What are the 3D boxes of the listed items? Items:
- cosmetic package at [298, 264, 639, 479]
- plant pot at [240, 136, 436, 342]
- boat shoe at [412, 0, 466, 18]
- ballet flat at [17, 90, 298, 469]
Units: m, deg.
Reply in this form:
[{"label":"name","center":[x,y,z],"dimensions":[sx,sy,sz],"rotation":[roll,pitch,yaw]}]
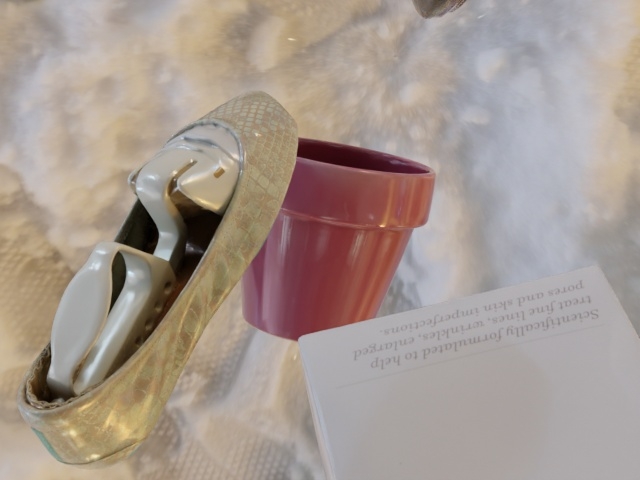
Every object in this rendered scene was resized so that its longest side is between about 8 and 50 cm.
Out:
[{"label":"cosmetic package","center":[0.086,0.138,0.524],"dimensions":[0.151,0.151,0.183],"rotation":[-13,135,-4]},{"label":"plant pot","center":[0.000,0.000,1.093],"dimensions":[0.201,0.201,0.180],"rotation":[11,101,2]},{"label":"boat shoe","center":[0.173,-0.323,1.029],"dimensions":[0.120,0.324,0.122],"rotation":[-5,66,-19]},{"label":"ballet flat","center":[-0.056,0.003,0.408],"dimensions":[0.057,0.052,0.168],"rotation":[9,63,30]}]
